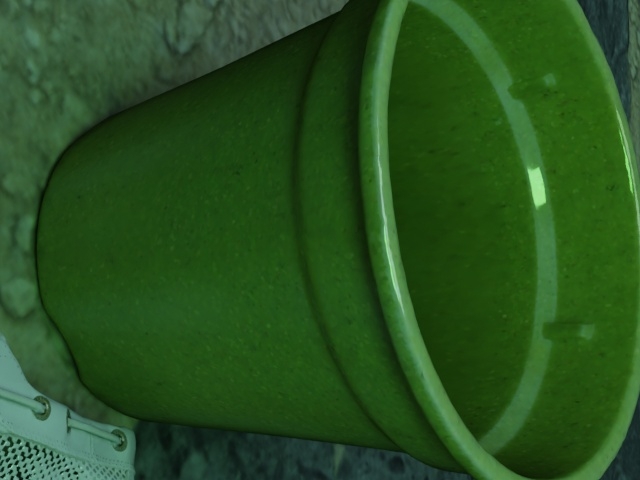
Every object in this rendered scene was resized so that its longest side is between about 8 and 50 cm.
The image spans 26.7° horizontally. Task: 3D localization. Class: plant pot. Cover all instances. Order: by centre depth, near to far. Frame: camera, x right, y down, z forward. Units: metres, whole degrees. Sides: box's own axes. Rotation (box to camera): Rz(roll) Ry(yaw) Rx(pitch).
[{"bbox_3d":[0.000,0.000,0.709,0.276,0.254,0.276,17,69,-53],"label":"plant pot"}]

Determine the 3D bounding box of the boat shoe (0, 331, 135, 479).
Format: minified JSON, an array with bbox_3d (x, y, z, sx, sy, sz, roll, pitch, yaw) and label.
[{"bbox_3d":[-0.176,0.074,0.590,0.277,0.098,0.096,44,48,-53],"label":"boat shoe"}]
